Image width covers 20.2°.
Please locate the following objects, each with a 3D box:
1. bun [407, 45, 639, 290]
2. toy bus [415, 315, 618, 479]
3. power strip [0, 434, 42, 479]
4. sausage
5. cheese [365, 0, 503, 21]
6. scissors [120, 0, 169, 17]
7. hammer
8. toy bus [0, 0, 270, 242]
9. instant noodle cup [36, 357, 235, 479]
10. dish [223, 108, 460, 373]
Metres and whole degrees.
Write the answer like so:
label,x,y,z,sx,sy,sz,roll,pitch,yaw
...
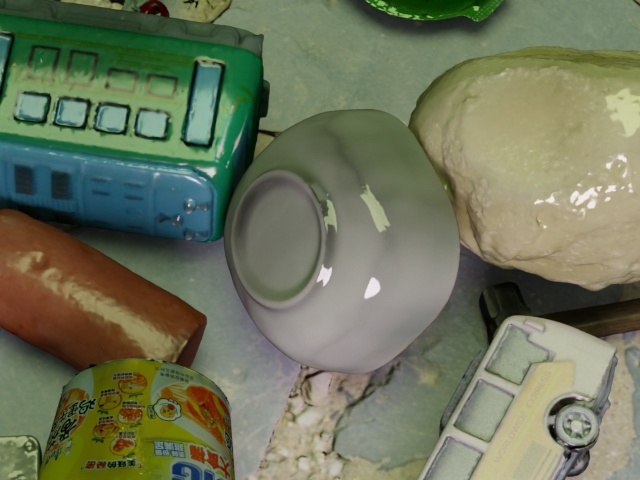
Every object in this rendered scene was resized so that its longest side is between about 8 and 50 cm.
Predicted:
label,x,y,z,sx,sy,sz,roll,pitch,yaw
bun,0.265,-0.071,1.748,0.352,0.349,0.227,-5,101,-37
toy bus,0.153,0.231,1.638,0.138,0.097,0.343,25,70,13
power strip,-0.366,0.202,1.652,0.215,0.061,0.145,-3,60,-7
sausage,-0.239,0.059,1.723,0.259,0.113,0.113,30,61,11
cheese,0.078,-0.357,2.014,0.320,0.083,0.204,39,65,15
scissors,-0.189,-0.277,1.943,0.144,0.017,0.248,-13,41,37
hammer,0.345,0.072,1.804,0.365,0.043,0.111,-9,61,-12
toy bus,-0.229,-0.116,1.787,0.343,0.183,0.199,8,61,1
instant noodle cup,-0.163,0.211,1.599,0.205,0.205,0.153,5,48,-2
dish,0.000,0.000,1.691,0.117,0.256,0.256,3,51,-46
